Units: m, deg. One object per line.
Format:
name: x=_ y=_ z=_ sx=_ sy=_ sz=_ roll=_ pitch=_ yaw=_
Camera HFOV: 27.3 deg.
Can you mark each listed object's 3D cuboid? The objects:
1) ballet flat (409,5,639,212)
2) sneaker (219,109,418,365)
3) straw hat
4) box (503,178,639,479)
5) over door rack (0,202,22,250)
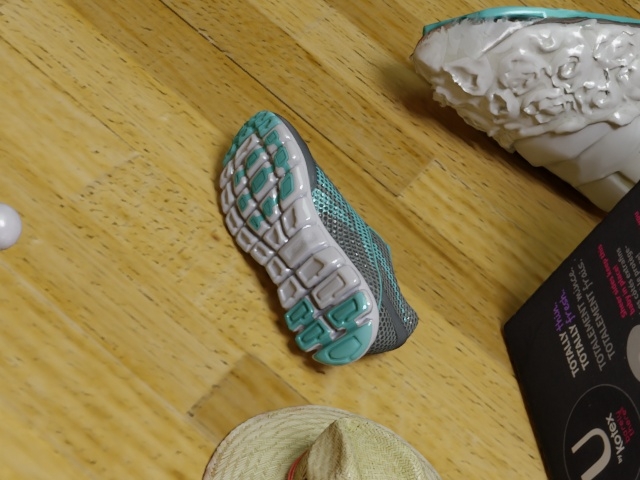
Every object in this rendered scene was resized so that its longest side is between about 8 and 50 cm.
ballet flat: x=0.248 y=-0.085 z=0.940 sx=0.409 sy=0.147 sz=0.147 roll=-1 pitch=53 yaw=-35
sneaker: x=0.000 y=0.000 z=0.743 sx=0.076 sy=0.065 sz=0.166 roll=10 pitch=48 yaw=-50
straw hat: x=0.019 y=0.119 z=0.613 sx=0.145 sy=0.061 sz=0.144 roll=12 pitch=45 yaw=-13
box: x=0.243 y=0.041 z=0.697 sx=0.143 sy=0.270 sz=0.165 roll=11 pitch=46 yaw=-27
over door rack: x=-0.222 y=-0.086 z=0.525 sx=0.239 sy=0.108 sz=0.324 roll=61 pitch=13 yaw=-52
